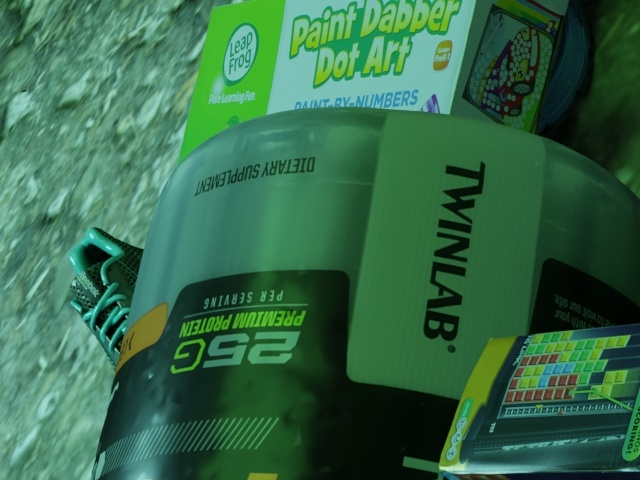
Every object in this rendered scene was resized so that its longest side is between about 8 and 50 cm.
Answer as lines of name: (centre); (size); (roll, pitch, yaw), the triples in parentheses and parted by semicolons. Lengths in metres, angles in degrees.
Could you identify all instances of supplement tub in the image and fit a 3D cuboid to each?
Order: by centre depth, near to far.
supplement tub: (0.011, 0.131, 0.587); (0.193, 0.193, 0.316); (-22, 49, 46)

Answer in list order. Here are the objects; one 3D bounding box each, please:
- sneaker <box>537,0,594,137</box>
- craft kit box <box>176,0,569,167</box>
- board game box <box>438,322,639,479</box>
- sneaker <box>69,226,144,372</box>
sneaker: (0.091, -0.129, 0.895); (0.083, 0.087, 0.221); (-17, 45, 51)
craft kit box: (0.000, 0.000, 0.857); (0.250, 0.061, 0.246); (1, 74, 58)
board game box: (0.139, 0.082, 0.485); (0.141, 0.170, 0.048); (-12, 47, 52)
sneaker: (-0.112, 0.048, 1.027); (0.065, 0.076, 0.166); (-49, 28, 12)
